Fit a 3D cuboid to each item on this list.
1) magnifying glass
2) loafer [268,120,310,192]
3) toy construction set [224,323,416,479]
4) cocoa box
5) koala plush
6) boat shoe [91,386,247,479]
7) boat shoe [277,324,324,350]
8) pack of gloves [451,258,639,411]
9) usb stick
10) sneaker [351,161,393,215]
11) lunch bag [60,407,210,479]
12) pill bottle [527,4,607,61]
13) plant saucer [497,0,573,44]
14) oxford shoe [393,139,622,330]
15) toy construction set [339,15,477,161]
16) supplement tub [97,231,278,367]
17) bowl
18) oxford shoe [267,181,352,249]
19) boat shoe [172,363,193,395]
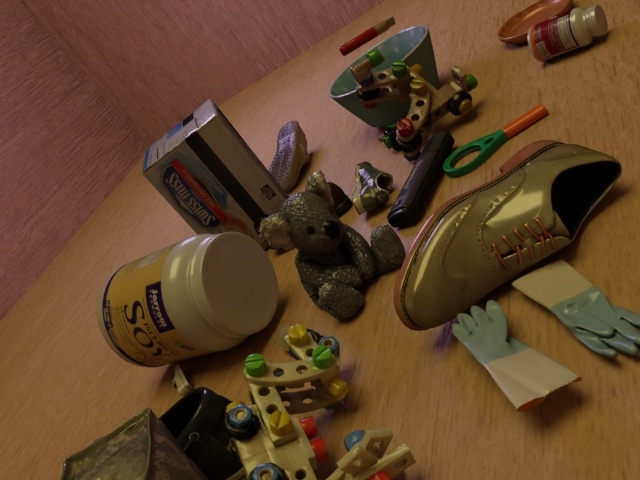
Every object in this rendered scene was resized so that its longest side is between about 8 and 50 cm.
[{"bbox_3d":[0.352,-0.201,1.350,0.231,0.026,0.092,-34,23,13],"label":"magnifying glass"},{"bbox_3d":[-0.081,-0.238,1.961,0.102,0.092,0.269,-22,44,36],"label":"loafer"},{"bbox_3d":[-0.013,0.256,0.907,0.215,0.151,0.327,-17,27,-16],"label":"toy construction set"},{"bbox_3d":[-0.251,-0.138,1.690,0.228,0.347,0.231,-37,24,3],"label":"cocoa box"},{"bbox_3d":[0.000,0.000,1.234,0.196,0.221,0.203,-47,24,-18],"label":"koala plush"},{"bbox_3d":[-0.312,0.387,1.065,0.500,0.156,0.187,-33,26,15],"label":"boat shoe"},{"bbox_3d":[-0.036,0.176,1.198,0.125,0.038,0.046,-9,78,58],"label":"boat shoe"},{"bbox_3d":[0.287,0.122,0.848,0.195,0.046,0.232,-24,23,-3],"label":"pack of gloves"},{"bbox_3d":[0.212,-0.132,1.391,0.077,0.045,0.278,-21,29,45],"label":"usb stick"},{"bbox_3d":[0.125,-0.128,1.499,0.086,0.064,0.192,-20,29,21],"label":"sneaker"},{"bbox_3d":[-0.201,0.390,0.791,0.169,0.235,0.287,-32,23,0],"label":"lunch bag"},{"bbox_3d":[0.540,-0.455,1.460,0.152,0.086,0.086,-12,35,45],"label":"pill bottle"},{"bbox_3d":[0.550,-0.562,1.703,0.200,0.037,0.200,-31,23,15],"label":"plant saucer"},{"bbox_3d":[0.270,-0.014,0.970,0.397,0.140,0.146,-44,23,-13],"label":"oxford shoe"},{"bbox_3d":[0.215,-0.369,1.537,0.237,0.309,0.257,-32,31,1],"label":"toy construction set"},{"bbox_3d":[-0.274,0.123,1.380,0.331,0.241,0.241,-20,29,37],"label":"supplement tub"},{"bbox_3d":[0.194,-0.422,1.801,0.311,0.163,0.311,-32,24,16],"label":"bowl"},{"bbox_3d":[-0.045,-0.063,1.576,0.227,0.096,0.083,-36,25,10],"label":"oxford shoe"},{"bbox_3d":[-0.288,0.286,1.364,0.035,0.035,0.100,-39,30,-8],"label":"boat shoe"}]
